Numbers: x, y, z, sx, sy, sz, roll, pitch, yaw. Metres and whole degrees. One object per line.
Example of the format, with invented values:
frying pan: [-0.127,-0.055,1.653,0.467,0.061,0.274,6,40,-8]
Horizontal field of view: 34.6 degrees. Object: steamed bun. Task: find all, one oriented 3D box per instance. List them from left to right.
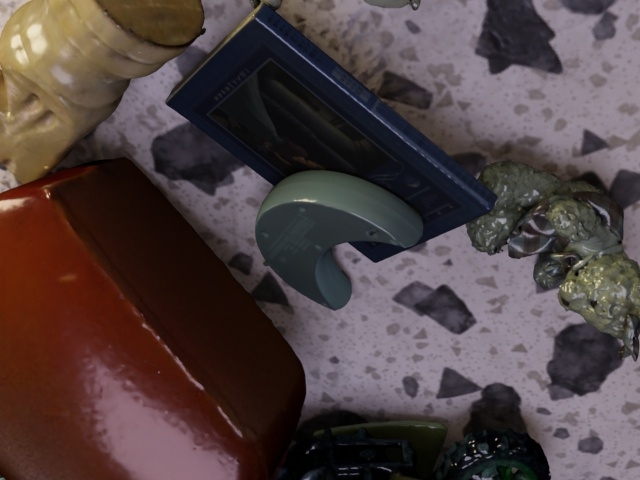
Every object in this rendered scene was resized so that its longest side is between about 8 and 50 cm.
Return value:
steamed bun: [-0.206,0.124,0.996,0.248,0.235,0.379,-38,94,21]

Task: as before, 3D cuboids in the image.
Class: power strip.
power strip: [0.000,0.000,0.999,0.137,0.044,0.216,32,149,-9]

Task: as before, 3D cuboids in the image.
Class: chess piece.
chess piece: [-0.235,-0.154,0.933,0.137,0.137,0.301,39,134,-18]

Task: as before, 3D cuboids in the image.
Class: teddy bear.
teddy bear: [0.239,0.006,0.953,0.213,0.111,0.133,43,163,16]

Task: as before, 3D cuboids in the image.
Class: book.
book: [0.005,-0.085,0.936,0.269,0.025,0.191,38,150,-17]

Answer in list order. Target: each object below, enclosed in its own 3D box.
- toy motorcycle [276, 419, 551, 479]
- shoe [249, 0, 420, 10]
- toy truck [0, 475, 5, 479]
toy motorcycle: [0.051,0.313,1.173,0.410,0.169,0.237,0,117,-1]
shoe: [0.060,-0.278,0.776,0.342,0.132,0.211,-7,128,20]
toy truck: [-0.352,0.238,1.126,0.184,0.133,0.338,-46,65,20]
